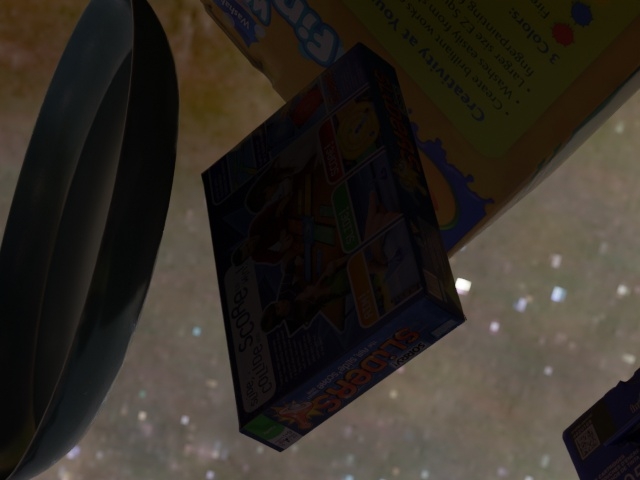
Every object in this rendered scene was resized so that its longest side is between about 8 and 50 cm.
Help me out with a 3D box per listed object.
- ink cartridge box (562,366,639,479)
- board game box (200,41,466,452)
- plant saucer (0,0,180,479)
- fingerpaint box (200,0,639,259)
[{"bbox_3d":[0.468,0.230,1.906,0.395,0.270,0.151,26,-149,-33],"label":"ink cartridge box"},{"bbox_3d":[0.000,0.000,0.940,0.035,0.136,0.201,32,-148,-37],"label":"board game box"},{"bbox_3d":[-0.147,-0.002,1.024,0.044,0.317,0.317,14,-162,-20],"label":"plant saucer"},{"bbox_3d":[0.055,-0.260,1.102,0.445,0.371,0.163,49,-127,7],"label":"fingerpaint box"}]
